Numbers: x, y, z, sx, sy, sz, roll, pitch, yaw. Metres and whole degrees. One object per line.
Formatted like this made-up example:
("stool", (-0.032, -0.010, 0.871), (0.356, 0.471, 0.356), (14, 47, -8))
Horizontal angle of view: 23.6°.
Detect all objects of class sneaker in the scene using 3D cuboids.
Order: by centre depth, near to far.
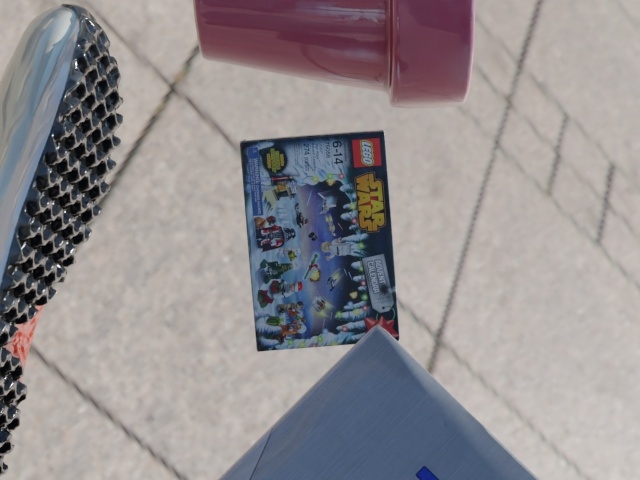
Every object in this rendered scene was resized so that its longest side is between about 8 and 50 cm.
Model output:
("sneaker", (-0.109, 0.006, 0.410), (0.075, 0.161, 0.057), (17, -6, 9))

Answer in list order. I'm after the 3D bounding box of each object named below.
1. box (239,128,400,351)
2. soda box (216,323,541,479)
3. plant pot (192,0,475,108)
("box", (0.000, 0.000, 0.985), (0.027, 0.094, 0.137), (-91, 176, -84))
("soda box", (-0.053, 0.159, 0.407), (0.098, 0.091, 0.286), (44, 71, 8))
("plant pot", (0.007, -0.188, 1.031), (0.180, 0.201, 0.201), (-1, 49, 0))
